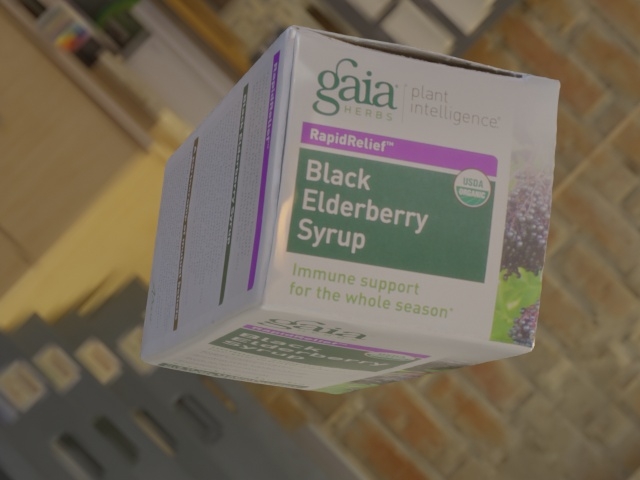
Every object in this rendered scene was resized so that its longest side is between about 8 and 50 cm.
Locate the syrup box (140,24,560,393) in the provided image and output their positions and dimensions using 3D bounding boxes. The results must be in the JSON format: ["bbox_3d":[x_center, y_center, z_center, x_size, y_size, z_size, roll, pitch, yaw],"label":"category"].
[{"bbox_3d":[0.000,0.000,0.652,0.093,0.096,0.237,9,-9,-14],"label":"syrup box"}]
